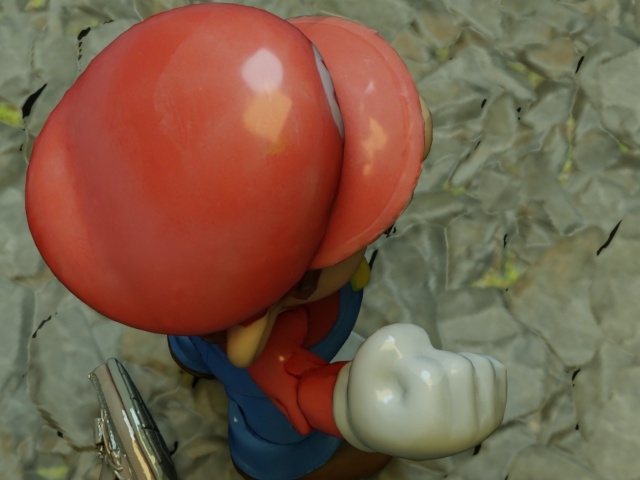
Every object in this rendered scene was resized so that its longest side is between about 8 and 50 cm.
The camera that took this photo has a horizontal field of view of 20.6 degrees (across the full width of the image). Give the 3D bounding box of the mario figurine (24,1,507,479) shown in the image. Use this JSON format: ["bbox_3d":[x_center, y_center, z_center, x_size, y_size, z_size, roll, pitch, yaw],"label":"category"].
[{"bbox_3d":[0.000,0.000,0.713,0.198,0.320,0.170,24,73,10],"label":"mario figurine"}]

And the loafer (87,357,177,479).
[{"bbox_3d":[-0.085,0.116,0.822,0.039,0.045,0.125,-28,73,-1],"label":"loafer"}]
